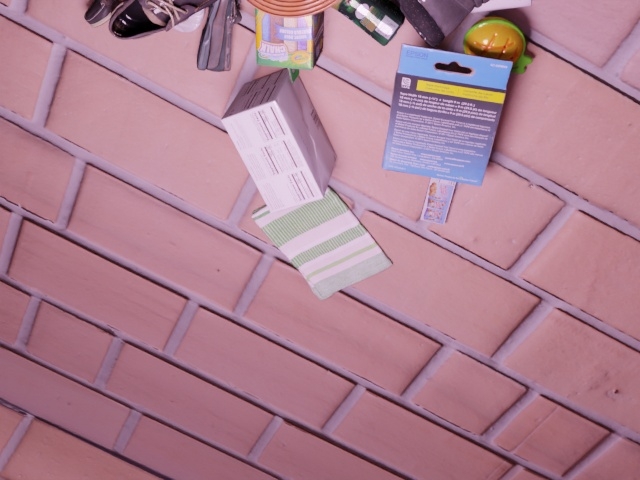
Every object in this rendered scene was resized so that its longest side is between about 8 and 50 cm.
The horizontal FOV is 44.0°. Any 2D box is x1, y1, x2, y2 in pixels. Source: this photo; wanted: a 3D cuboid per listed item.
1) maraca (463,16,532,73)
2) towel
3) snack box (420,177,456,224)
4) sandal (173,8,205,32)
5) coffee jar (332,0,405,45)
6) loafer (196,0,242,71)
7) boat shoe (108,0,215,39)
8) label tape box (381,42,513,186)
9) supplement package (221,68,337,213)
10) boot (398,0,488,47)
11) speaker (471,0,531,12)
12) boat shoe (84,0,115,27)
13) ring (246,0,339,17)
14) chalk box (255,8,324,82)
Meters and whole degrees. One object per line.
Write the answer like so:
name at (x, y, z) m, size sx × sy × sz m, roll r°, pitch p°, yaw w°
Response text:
maraca at (0.382, -0.410, 1.706) m, size 0.127 × 0.099 × 0.185 m, roll -14°, pitch 146°, yaw 32°
towel at (0.000, 0.000, 2.114) m, size 0.247 × 0.038 × 0.325 m, roll -28°, pitch 114°, yaw 27°
snack box at (0.297, -0.121, 1.968) m, size 0.064 × 0.022 × 0.178 m, roll 12°, pitch 126°, yaw 4°
sandal at (-0.285, -0.618, 1.683) m, size 0.169 × 0.102 × 0.416 m, roll 24°, pitch 148°, yaw -9°
coffee jar at (0.091, -0.506, 1.703) m, size 0.184 × 0.096 × 0.079 m, roll 35°, pitch 124°, yaw -11°
loafer at (-0.217, -0.500, 1.798) m, size 0.084 × 0.096 × 0.268 m, roll 9°, pitch 135°, yaw -17°
boat shoe at (-0.313, -0.497, 1.657) m, size 0.355 × 0.130 × 0.132 m, roll -11°, pitch 140°, yaw 42°
label tape box at (0.279, -0.298, 1.776) m, size 0.240 × 0.106 × 0.334 m, roll 11°, pitch 133°, yaw 5°
supplement package at (-0.090, -0.237, 1.866) m, size 0.145 × 0.204 × 0.262 m, roll -15°, pitch 120°, yaw 21°
boot at (0.214, -0.587, 1.619) m, size 0.222 × 0.118 × 0.338 m, roll -39°, pitch 97°, yaw 14°
speaker at (0.372, -0.511, 1.659) m, size 0.136 × 0.055 × 0.055 m, roll -3°, pitch 123°, yaw 15°
boat shoe at (-0.469, -0.574, 1.786) m, size 0.223 × 0.080 × 0.073 m, roll -33°, pitch 141°, yaw 27°
ring at (-0.041, -0.615, 1.600) m, size 0.336 × 0.032 × 0.337 m, roll 0°, pitch 89°, yaw 22°
chalk box at (-0.067, -0.460, 1.751) m, size 0.131 × 0.132 × 0.213 m, roll 8°, pitch 124°, yaw 7°
